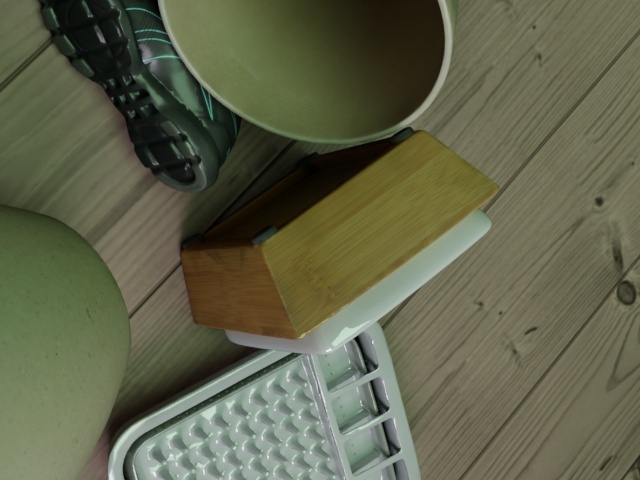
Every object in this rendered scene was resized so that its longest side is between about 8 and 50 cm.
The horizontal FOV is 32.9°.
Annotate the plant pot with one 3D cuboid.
[{"bbox_3d":[0.023,-0.273,0.983,0.256,0.256,0.274,53,41,-30],"label":"plant pot"}]

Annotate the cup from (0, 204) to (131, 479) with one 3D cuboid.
[{"bbox_3d":[-0.292,0.095,0.860,0.237,0.331,0.331,-34,120,-48],"label":"cup"}]

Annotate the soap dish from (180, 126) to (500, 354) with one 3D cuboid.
[{"bbox_3d":[0.000,0.000,1.022,0.229,0.291,0.118,-36,102,-20],"label":"soap dish"}]

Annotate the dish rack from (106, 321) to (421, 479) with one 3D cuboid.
[{"bbox_3d":[-0.059,0.244,1.162,0.333,0.072,0.285,-27,115,-25],"label":"dish rack"}]

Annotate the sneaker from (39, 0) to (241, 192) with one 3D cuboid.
[{"bbox_3d":[-0.162,-0.174,0.998,0.106,0.101,0.267,-52,125,-38],"label":"sneaker"}]
